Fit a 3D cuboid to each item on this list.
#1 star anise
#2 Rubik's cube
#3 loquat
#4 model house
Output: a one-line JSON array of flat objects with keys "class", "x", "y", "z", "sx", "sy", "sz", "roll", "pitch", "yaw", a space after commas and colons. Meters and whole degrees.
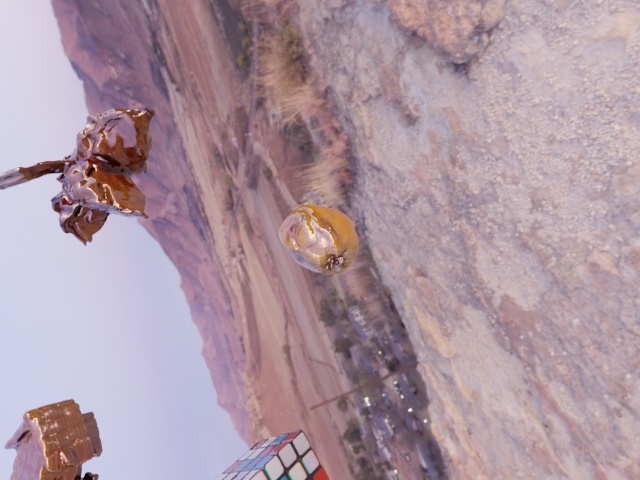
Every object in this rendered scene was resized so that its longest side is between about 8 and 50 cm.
[{"class": "star anise", "x": -0.381, "y": -0.076, "z": 0.671, "sx": 0.237, "sy": 0.346, "sz": 0.148, "roll": 52, "pitch": 172, "yaw": 35}, {"class": "Rubik's cube", "x": -0.089, "y": 0.475, "z": 0.825, "sx": 0.154, "sy": 0.155, "sz": 0.151, "roll": -37, "pitch": 81, "yaw": 40}, {"class": "loquat", "x": 0.000, "y": 0.000, "z": 0.737, "sx": 0.113, "sy": 0.137, "sz": 0.137, "roll": -59, "pitch": 38, "yaw": 15}, {"class": "model house", "x": -0.568, "y": 0.466, "z": 0.960, "sx": 0.199, "sy": 0.220, "sz": 0.229, "roll": 17, "pitch": -100, "yaw": -63}]
